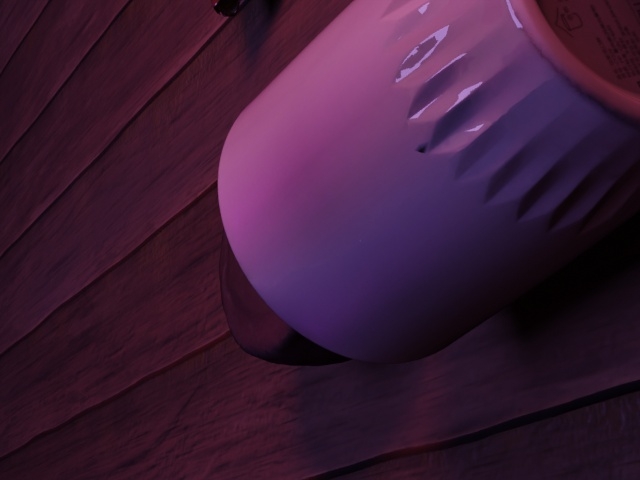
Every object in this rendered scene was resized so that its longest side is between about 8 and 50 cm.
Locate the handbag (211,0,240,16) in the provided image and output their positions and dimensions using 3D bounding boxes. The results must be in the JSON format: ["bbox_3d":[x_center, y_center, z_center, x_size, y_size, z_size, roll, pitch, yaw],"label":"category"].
[{"bbox_3d":[-0.098,-0.412,1.626,0.213,0.127,0.235,-52,43,45],"label":"handbag"}]

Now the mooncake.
[{"bbox_3d":[0.000,0.000,1.340,0.245,0.133,0.245,-21,66,62],"label":"mooncake"}]

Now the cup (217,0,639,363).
[{"bbox_3d":[0.104,-0.084,1.010,0.371,0.253,0.253,-42,49,53],"label":"cup"}]
